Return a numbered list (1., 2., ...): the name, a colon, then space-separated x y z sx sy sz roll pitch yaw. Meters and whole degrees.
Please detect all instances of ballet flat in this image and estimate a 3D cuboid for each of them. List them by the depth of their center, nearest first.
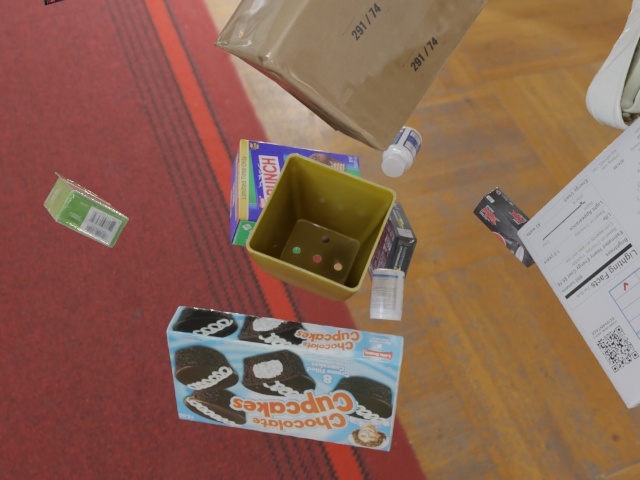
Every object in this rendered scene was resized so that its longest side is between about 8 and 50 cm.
1. ballet flat: 0.563 -0.351 1.272 0.139 0.400 0.139 12 34 -8

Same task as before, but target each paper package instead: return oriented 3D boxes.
1. paper package: 0.058 -0.349 1.235 0.168 0.309 0.324 36 94 48

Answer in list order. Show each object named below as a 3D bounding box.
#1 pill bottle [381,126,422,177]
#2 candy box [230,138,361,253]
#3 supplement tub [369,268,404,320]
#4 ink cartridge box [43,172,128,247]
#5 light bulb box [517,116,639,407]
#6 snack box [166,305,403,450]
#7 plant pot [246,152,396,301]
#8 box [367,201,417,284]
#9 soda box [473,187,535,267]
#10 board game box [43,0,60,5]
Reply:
1. pill bottle: 0.172 -0.188 1.698 0.067 0.067 0.120 24 44 6
2. candy box: -0.059 -0.102 1.963 0.317 0.122 0.268 6 51 -13
3. supplement tub: 0.144 0.117 1.705 0.071 0.071 0.107 6 83 -7
4. ink cartridge box: -0.431 -0.057 1.427 0.109 0.209 0.062 31 88 -30
5. light bulb box: 0.583 0.021 1.293 0.225 0.358 0.361 -6 58 -37
6. snack box: -0.050 0.199 1.131 0.322 0.187 0.060 7 39 7
7. plant pot: 0.000 0.000 1.481 0.212 0.187 0.212 21 67 6
8. box: 0.172 0.025 1.987 0.059 0.183 0.232 11 23 -10
9. soda box: 0.403 -0.027 1.659 0.053 0.060 0.169 -29 68 -35
10. board game box: -0.560 -0.598 1.669 0.194 0.194 0.060 -22 66 -20
